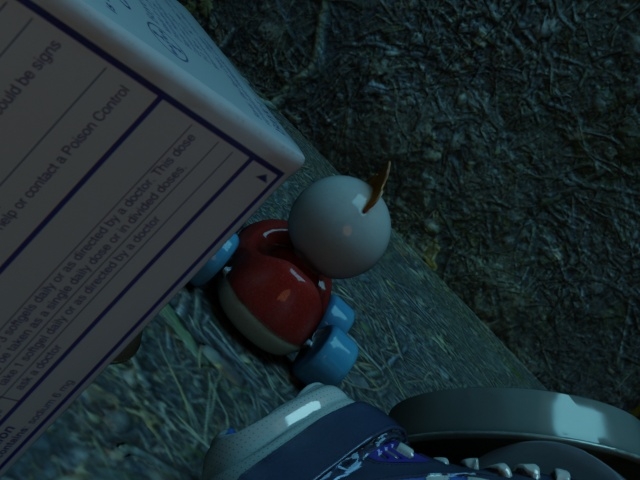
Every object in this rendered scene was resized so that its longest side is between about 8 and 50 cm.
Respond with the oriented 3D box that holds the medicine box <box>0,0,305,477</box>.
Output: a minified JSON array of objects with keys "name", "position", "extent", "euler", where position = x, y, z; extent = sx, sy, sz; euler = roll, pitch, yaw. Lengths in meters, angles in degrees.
[{"name":"medicine box","position":[-0.202,-0.036,0.385],"extent":[0.289,0.263,0.149],"euler":[32,17,-51]}]

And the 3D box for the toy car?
[{"name":"toy car","position":[0.000,0.000,1.041],"extent":[0.219,0.238,0.210],"euler":[44,11,-11]}]

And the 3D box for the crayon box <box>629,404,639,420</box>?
[{"name":"crayon box","position":[0.345,0.294,1.027],"extent":[0.081,0.318,0.202],"euler":[45,11,-8]}]

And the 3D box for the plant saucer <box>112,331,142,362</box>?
[{"name":"plant saucer","position":[-0.212,0.013,0.758],"extent":[0.198,0.036,0.198],"euler":[42,12,-11]}]

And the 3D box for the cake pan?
[{"name":"cake pan","position":[0.192,0.210,0.924],"extent":[0.293,0.293,0.054],"euler":[35,53,-43]}]

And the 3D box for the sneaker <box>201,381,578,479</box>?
[{"name":"sneaker","position":[0.077,0.171,0.656],"extent":[0.236,0.322,0.130],"euler":[-118,-155,-45]}]

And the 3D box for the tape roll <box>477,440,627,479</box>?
[{"name":"tape roll","position":[0.178,0.278,0.751],"extent":[0.072,0.219,0.219],"euler":[38,13,-39]}]
